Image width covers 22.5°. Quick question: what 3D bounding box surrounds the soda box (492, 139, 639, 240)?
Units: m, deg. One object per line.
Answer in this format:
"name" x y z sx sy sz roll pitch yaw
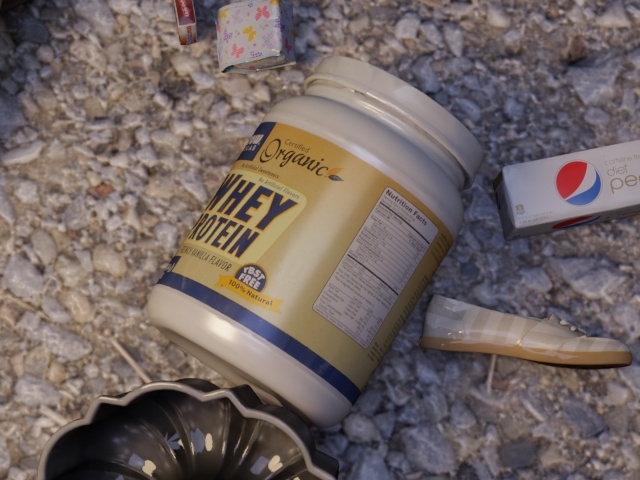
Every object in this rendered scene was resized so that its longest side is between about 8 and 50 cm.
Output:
"soda box" 0.294 -0.058 1.682 0.216 0.074 0.069 -12 80 -4

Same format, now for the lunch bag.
"lunch bag" -0.071 -0.218 1.713 0.083 0.053 0.071 -9 79 22

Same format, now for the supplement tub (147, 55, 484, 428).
"supplement tub" 0.000 0.000 1.583 0.228 0.228 0.316 31 79 4

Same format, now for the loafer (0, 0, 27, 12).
"loafer" -0.453 -0.310 1.680 0.366 0.130 0.133 -2 79 -2

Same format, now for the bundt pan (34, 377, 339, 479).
"bundt pan" -0.112 0.277 1.540 0.331 0.124 0.330 3 101 14

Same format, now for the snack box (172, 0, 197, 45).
"snack box" -0.155 -0.303 1.721 0.022 0.064 0.178 -10 79 -5

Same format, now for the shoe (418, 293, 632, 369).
"shoe" 0.212 0.095 1.648 0.219 0.076 0.058 7 84 2

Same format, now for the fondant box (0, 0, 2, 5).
"fondant box" -0.448 -0.226 1.602 0.238 0.096 0.330 16 108 -5
